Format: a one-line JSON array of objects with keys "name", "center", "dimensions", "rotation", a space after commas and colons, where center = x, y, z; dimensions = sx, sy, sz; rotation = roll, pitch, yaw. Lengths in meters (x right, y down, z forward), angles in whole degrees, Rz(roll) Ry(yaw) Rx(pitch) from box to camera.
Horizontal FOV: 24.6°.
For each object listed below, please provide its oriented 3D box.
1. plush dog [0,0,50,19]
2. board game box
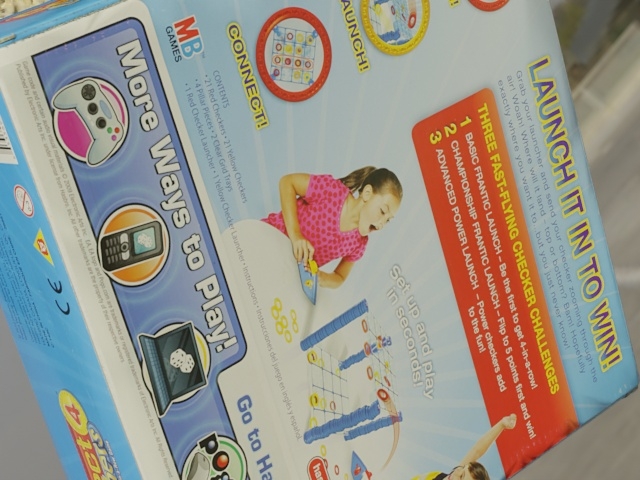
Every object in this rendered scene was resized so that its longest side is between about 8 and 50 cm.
[{"name": "plush dog", "center": [-0.236, -0.258, 1.513], "dimensions": [0.225, 0.210, 0.262], "rotation": [-5, -1, 2]}, {"name": "board game box", "center": [0.000, 0.000, 0.718], "dimensions": [0.302, 0.308, 0.086], "rotation": [-28, 21, -33]}]
